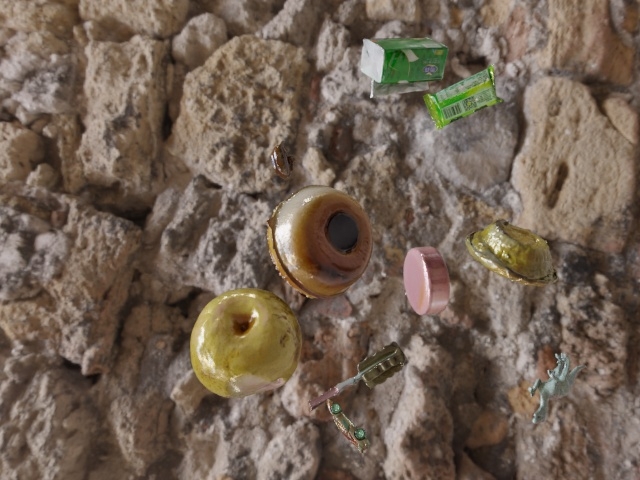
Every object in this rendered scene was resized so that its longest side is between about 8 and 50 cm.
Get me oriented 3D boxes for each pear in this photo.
[{"bbox_3d":[-0.110,0.161,0.692,0.178,0.178,0.178,11,-90,-89],"label":"pear"}]

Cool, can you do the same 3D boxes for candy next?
[{"bbox_3d":[0.371,0.145,1.615,0.255,0.094,0.255,174,90,-81],"label":"candy"},{"bbox_3d":[0.362,-0.360,1.149,0.102,0.178,0.032,61,-159,-21],"label":"candy"}]

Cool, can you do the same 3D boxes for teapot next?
[{"bbox_3d":[-0.126,-0.281,1.583,0.098,0.078,0.129,-85,-19,-84],"label":"teapot"}]

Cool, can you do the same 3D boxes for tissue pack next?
[{"bbox_3d":[0.241,-0.514,1.354,0.148,0.209,0.156,-120,26,-47],"label":"tissue pack"}]

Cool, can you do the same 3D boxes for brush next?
[{"bbox_3d":[0.100,0.385,1.252,0.071,0.301,0.084,56,-177,-33],"label":"brush"}]

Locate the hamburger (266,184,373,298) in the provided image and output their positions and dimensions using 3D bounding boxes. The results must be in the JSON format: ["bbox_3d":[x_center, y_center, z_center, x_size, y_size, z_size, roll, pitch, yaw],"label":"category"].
[{"bbox_3d":[0.003,0.003,0.885,0.147,0.237,0.236,-15,57,53],"label":"hamburger"}]

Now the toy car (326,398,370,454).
[{"bbox_3d":[0.051,0.367,0.906,0.035,0.122,0.059,-43,-28,-16],"label":"toy car"}]

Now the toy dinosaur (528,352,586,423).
[{"bbox_3d":[0.603,0.362,1.140,0.053,0.242,0.167,2,85,51],"label":"toy dinosaur"}]

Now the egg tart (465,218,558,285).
[{"bbox_3d":[0.689,0.031,1.607,0.345,0.345,0.132,-76,5,-64],"label":"egg tart"}]
